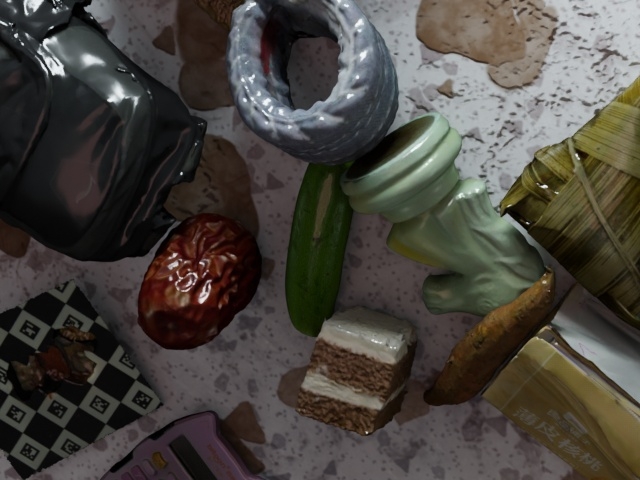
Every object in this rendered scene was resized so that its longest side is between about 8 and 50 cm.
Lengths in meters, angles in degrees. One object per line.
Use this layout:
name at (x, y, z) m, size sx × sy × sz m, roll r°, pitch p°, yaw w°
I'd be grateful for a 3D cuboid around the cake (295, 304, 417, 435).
cake at (0.053, 0.175, 1.865) m, size 0.134 × 0.135 × 0.147 m, roll 14°, pitch 107°, yaw 17°

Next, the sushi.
sushi at (-0.416, 0.204, 2.073) m, size 0.290 × 0.050 × 0.264 m, roll -27°, pitch 107°, yaw 19°

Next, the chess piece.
chess piece at (0.172, -0.009, 1.792) m, size 0.175 × 0.176 × 0.298 m, roll -32°, pitch 104°, yaw 22°

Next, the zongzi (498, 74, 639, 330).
zongzi at (0.415, -0.053, 1.688) m, size 0.286 × 0.134 × 0.288 m, roll 43°, pitch 118°, yaw 0°

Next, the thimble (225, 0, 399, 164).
thimble at (-0.011, -0.217, 1.753) m, size 0.205 × 0.172 × 0.236 m, roll -42°, pitch 70°, yaw 7°

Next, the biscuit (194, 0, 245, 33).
biscuit at (-0.070, -0.385, 1.832) m, size 0.131 × 0.026 × 0.237 m, roll 40°, pitch 110°, yaw 6°

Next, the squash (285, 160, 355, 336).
squash at (-0.002, -0.001, 1.870) m, size 0.082 × 0.082 × 0.293 m, roll 15°, pitch 107°, yaw 14°

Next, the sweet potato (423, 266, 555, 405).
sweet potato at (0.217, 0.142, 1.791) m, size 0.314 × 0.072 × 0.066 m, roll -57°, pitch 42°, yaw 40°

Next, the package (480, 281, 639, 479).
package at (0.382, 0.238, 1.757) m, size 0.311 × 0.165 × 0.221 m, roll 41°, pitch 111°, yaw 6°

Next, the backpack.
backpack at (-0.371, -0.158, 1.869) m, size 0.445 × 0.255 × 0.363 m, roll 38°, pitch 111°, yaw 22°

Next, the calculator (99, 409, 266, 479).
calculator at (-0.218, 0.385, 2.058) m, size 0.294 × 0.043 × 0.194 m, roll -37°, pitch 90°, yaw 25°

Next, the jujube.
jujube at (-0.170, 0.060, 1.866) m, size 0.155 × 0.230 × 0.155 m, roll 6°, pitch 121°, yaw 11°
